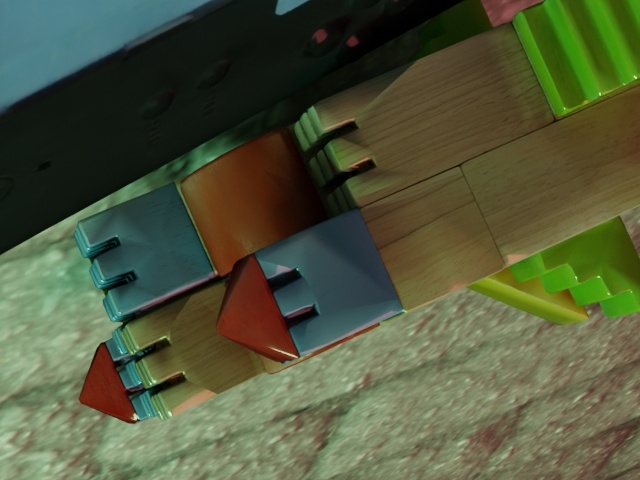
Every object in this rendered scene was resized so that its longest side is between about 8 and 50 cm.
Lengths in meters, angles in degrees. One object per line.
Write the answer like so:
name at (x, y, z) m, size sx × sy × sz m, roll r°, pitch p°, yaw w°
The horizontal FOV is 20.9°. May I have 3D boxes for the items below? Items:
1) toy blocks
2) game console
toy blocks at (0.000, 0.000, 0.856) m, size 0.261 × 0.190 × 0.381 m, roll -24°, pitch 178°, yaw -14°
game console at (-0.009, -0.150, 0.577) m, size 0.342 × 0.060 × 0.386 m, roll -35°, pitch 163°, yaw -23°
